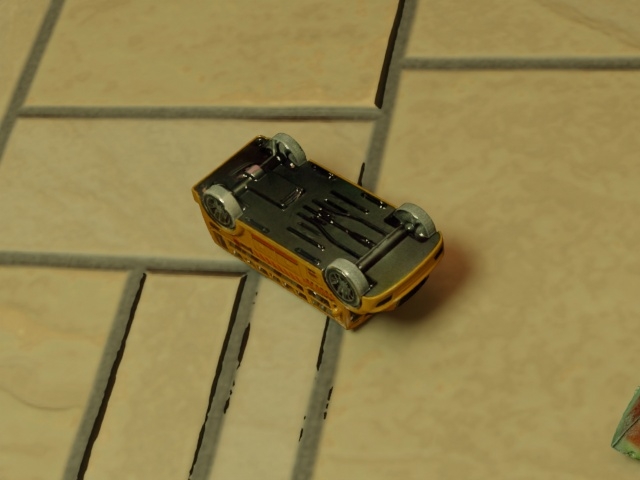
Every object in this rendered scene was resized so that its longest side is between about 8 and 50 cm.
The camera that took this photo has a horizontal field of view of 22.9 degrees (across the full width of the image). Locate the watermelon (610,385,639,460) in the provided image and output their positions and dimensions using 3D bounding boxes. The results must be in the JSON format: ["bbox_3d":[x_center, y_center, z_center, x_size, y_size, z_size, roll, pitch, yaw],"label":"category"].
[{"bbox_3d":[0.198,0.081,0.850,0.085,0.061,0.085,-7,61,12],"label":"watermelon"}]

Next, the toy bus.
[{"bbox_3d":[0.000,0.000,0.961,0.162,0.074,0.069,31,58,35],"label":"toy bus"}]
